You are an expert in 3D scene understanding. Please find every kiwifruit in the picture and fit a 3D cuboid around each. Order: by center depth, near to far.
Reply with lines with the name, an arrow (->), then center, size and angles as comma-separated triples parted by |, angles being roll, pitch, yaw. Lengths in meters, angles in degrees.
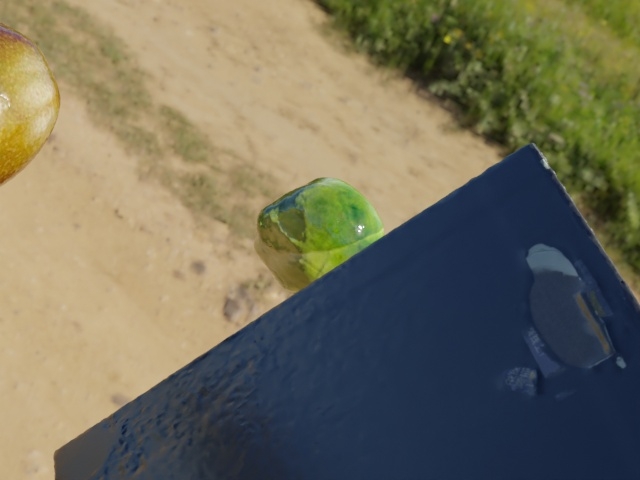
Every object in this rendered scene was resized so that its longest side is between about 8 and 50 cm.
kiwifruit -> -0.156, -0.041, 0.447 | 0.124, 0.075, 0.075 | -28, 55, -21

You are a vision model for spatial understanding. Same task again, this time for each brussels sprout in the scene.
brussels sprout -> 0.003, 0.000, 1.436 | 0.155, 0.155, 0.117 | 38, 39, 19

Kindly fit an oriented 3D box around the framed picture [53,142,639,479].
framed picture -> 0.008, 0.111, 0.585 | 0.013, 0.323, 0.244 | 49, 14, -41
